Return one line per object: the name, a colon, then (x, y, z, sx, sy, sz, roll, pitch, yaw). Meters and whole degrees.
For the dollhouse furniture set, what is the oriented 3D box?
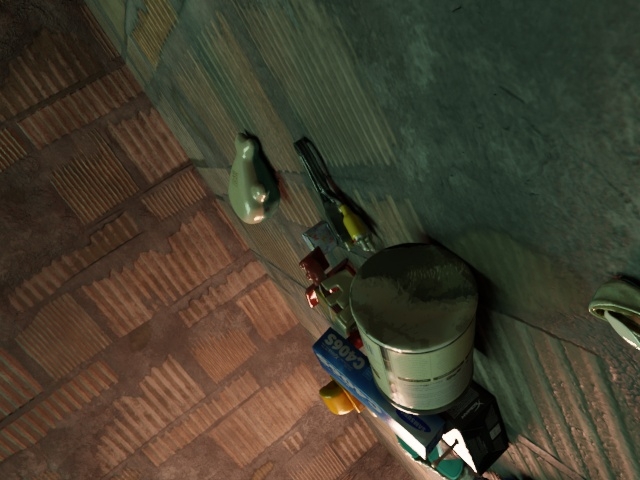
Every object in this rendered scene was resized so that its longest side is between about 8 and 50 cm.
dollhouse furniture set: (0.064, 0.120, 1.150, 0.201, 0.152, 0.374, 47, 165, 27)

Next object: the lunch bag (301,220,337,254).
lunch bag: (0.000, 0.000, 1.249, 0.083, 0.071, 0.053, 58, 167, -20)

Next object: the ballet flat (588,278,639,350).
ballet flat: (0.340, 0.102, 0.436, 0.168, 0.052, 0.057, 41, 161, 40)

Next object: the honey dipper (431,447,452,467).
honey dipper: (0.354, 0.541, 1.206, 0.030, 0.160, 0.030, 50, 167, 17)

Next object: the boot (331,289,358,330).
boot: (0.106, 0.224, 1.401, 0.229, 0.091, 0.263, 53, 168, -2)

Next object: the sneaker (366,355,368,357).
sneaker: (0.193, 0.400, 1.378, 0.283, 0.110, 0.122, 70, -173, -76)

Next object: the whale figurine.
whale figurine: (-0.195, -0.187, 1.382, 0.216, 0.141, 0.272, 36, 133, 49)

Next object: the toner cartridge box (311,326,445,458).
toner cartridge box: (0.137, 0.369, 1.120, 0.348, 0.075, 0.165, 35, 161, 30)

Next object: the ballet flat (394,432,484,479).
ballet flat: (0.403, 0.736, 1.595, 0.147, 0.147, 0.409, 58, 165, -18)

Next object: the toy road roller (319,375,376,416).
toy road roller: (0.147, 0.707, 2.097, 0.202, 0.240, 0.329, 60, 165, -24)

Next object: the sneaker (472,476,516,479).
sneaker: (0.479, 0.752, 1.318, 0.147, 0.130, 0.330, -103, 16, -46)

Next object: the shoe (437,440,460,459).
shoe: (0.396, 0.601, 1.439, 0.081, 0.063, 0.178, -26, 82, 44)

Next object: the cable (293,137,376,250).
cable: (0.035, -0.095, 1.010, 0.287, 0.072, 0.139, 65, -176, 5)

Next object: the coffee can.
coffee can: (0.173, 0.166, 0.819, 0.201, 0.201, 0.275, 42, 162, 38)

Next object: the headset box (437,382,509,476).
headset box: (0.302, 0.399, 1.142, 0.293, 0.110, 0.218, 34, 157, 53)
